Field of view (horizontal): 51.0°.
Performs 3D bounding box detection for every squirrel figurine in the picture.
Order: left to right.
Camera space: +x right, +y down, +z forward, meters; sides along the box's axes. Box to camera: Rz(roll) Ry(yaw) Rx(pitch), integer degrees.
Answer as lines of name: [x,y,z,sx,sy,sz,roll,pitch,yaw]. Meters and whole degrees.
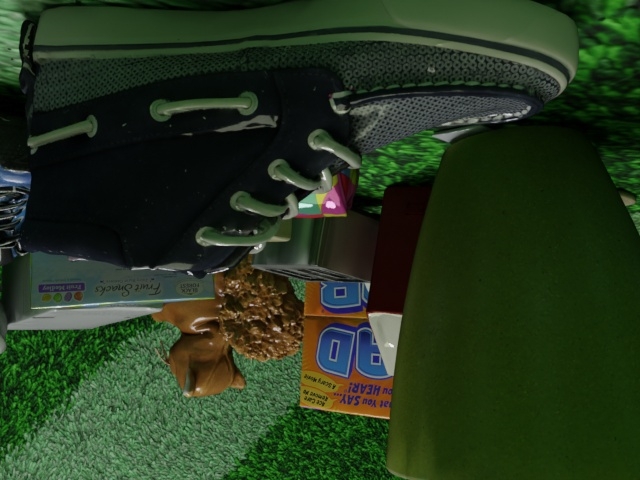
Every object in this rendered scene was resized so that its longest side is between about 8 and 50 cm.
squirrel figurine: [-0.220,0.172,1.518,0.397,0.370,0.281,-2,172,33]

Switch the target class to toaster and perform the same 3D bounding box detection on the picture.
toaster: [0.000,0.000,1.009,0.186,0.110,0.168,18,165,-41]

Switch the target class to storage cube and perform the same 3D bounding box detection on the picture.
storage cube: [0.172,0.059,0.887,0.184,0.193,0.215,1,146,16]

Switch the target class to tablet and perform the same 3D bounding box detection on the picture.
tablet: [0.151,-0.095,0.638,0.083,0.006,0.054,9,171,-44]

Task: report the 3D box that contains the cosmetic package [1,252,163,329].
cosmetic package: [-0.499,0.092,1.371,0.217,0.156,0.385,5,165,-36]

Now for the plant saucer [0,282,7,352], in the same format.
plant saucer: [-0.748,0.055,1.333,0.400,0.100,0.400,31,150,21]

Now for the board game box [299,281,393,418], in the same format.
board game box: [0.209,0.167,1.373,0.357,0.356,0.356,-1,172,33]

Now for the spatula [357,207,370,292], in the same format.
spatula: [0.133,0.048,1.108,0.168,0.019,0.242,18,144,35]

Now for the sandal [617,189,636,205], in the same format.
sandal: [0.308,-0.028,0.833,0.240,0.079,0.088,8,172,-39]

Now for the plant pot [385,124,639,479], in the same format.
plant pot: [0.191,0.055,0.619,0.275,0.293,0.275,-1,169,0]

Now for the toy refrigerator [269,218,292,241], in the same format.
toy refrigerator: [-0.164,-0.051,0.737,0.270,0.102,0.094,-1,172,27]

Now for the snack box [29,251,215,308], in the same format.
snack box: [-0.223,0.037,0.734,0.175,0.070,0.207,-1,175,-21]

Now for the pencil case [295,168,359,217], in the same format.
pencil case: [-0.079,-0.072,0.561,0.236,0.104,0.104,-1,173,14]

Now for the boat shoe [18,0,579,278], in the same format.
boat shoe: [-0.023,-0.053,0.412,0.341,0.158,0.127,1,173,14]

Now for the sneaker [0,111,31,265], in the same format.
sneaker: [-0.323,-0.043,0.683,0.130,0.147,0.330,7,172,-30]
